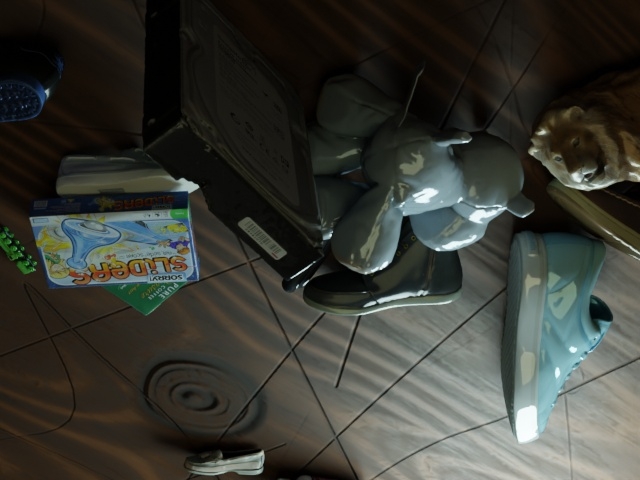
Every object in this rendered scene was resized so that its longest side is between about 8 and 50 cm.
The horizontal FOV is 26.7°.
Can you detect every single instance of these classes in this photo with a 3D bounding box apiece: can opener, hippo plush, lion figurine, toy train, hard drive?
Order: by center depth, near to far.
[{"bbox_3d":[-0.099,-0.137,1.521,0.064,0.339,0.237,-35,122,18],"label":"hard drive"},{"bbox_3d":[0.456,-0.200,1.669,0.240,0.142,0.392,36,104,-8],"label":"lion figurine"},{"bbox_3d":[0.130,-0.103,1.691,0.236,0.234,0.294,2,138,-40],"label":"hippo plush"},{"bbox_3d":[-0.413,0.014,1.813,0.023,0.017,0.083,-17,128,22],"label":"toy train"},{"bbox_3d":[0.000,0.000,1.825,0.059,0.073,0.186,-18,145,-43],"label":"can opener"}]

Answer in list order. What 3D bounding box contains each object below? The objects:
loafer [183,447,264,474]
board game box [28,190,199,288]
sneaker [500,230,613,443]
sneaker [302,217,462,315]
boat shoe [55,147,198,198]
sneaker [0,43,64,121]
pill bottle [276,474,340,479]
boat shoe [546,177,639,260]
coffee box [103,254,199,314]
[{"bbox_3d":[-0.148,0.336,2.077,0.125,0.045,0.039,4,111,-17],"label":"loafer"},{"bbox_3d":[-0.263,0.000,1.740,0.201,0.035,0.136,-4,136,1],"label":"board game box"},{"bbox_3d":[0.340,0.148,1.913,0.150,0.135,0.366,-2,129,0],"label":"sneaker"},{"bbox_3d":[0.083,0.028,1.841,0.222,0.083,0.118,-7,119,-5],"label":"sneaker"},{"bbox_3d":[-0.245,-0.088,1.721,0.184,0.063,0.066,-5,155,8],"label":"boat shoe"},{"bbox_3d":[-0.415,-0.190,1.623,0.232,0.090,0.081,2,132,21],"label":"sneaker"},{"bbox_3d":[0.002,0.416,2.121,0.152,0.086,0.086,12,126,-14],"label":"pill bottle"},{"bbox_3d":[0.461,-0.029,1.816,0.342,0.123,0.123,27,91,-16],"label":"boat shoe"},{"bbox_3d":[-0.266,0.015,1.812,0.184,0.040,0.113,36,118,-28],"label":"coffee box"}]
